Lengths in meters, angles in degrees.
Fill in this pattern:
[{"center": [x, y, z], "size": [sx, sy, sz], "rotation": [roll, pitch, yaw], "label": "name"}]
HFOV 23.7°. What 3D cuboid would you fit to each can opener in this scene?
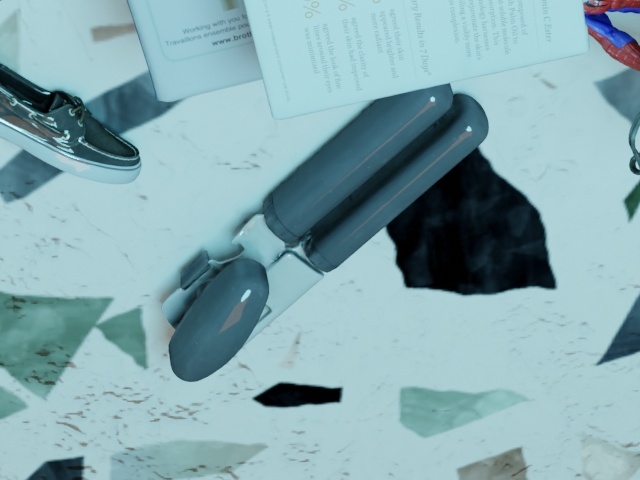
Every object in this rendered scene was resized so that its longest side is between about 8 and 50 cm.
[{"center": [0.000, 0.000, 1.071], "size": [0.283, 0.095, 0.076], "rotation": [-41, 121, 21], "label": "can opener"}]

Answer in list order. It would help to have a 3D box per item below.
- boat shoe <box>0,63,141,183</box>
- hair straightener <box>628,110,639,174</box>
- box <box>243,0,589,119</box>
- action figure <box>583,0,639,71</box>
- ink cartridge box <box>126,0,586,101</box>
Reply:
[{"center": [-0.181, -0.081, 1.020], "size": [0.142, 0.049, 0.040], "rotation": [24, 119, -19], "label": "boat shoe"}, {"center": [0.229, -0.133, 0.897], "size": [0.089, 0.047, 0.230], "rotation": [1, 130, -32], "label": "hair straightener"}, {"center": [0.042, -0.154, 0.785], "size": [0.170, 0.091, 0.130], "rotation": [-12, 126, 1], "label": "box"}, {"center": [0.253, -0.146, 0.977], "size": [0.280, 0.139, 0.091], "rotation": [7, 123, -9], "label": "action figure"}, {"center": [-0.012, -0.300, 0.818], "size": [0.270, 0.151, 0.395], "rotation": [-13, 128, 2], "label": "ink cartridge box"}]
